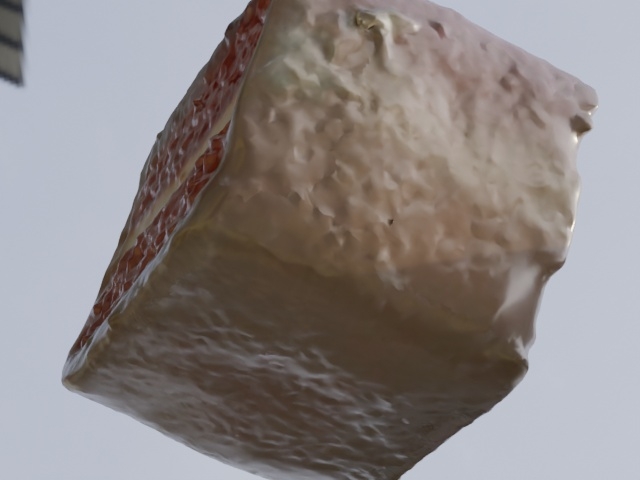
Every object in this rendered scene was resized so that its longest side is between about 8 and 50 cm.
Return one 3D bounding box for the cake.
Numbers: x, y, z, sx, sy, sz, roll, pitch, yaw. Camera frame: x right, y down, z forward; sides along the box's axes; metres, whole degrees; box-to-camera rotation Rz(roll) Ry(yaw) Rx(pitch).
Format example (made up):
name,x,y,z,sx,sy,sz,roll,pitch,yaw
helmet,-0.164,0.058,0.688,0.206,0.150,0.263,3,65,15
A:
name,x,y,z,sx,sy,sz,roll,pitch,yaw
cake,0.000,0.000,1.101,0.230,0.237,0.309,22,-32,-12
